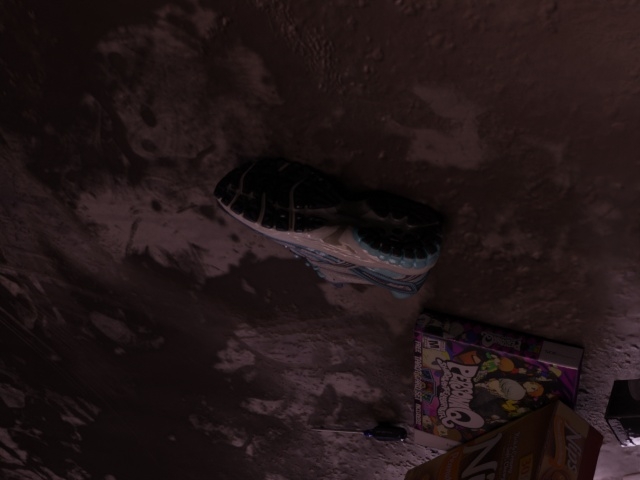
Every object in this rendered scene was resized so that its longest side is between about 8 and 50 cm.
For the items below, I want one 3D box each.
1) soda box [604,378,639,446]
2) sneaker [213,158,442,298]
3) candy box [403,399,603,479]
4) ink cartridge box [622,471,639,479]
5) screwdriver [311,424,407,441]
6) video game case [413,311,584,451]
[{"bbox_3d":[0.404,0.186,1.177,0.169,0.060,0.053,-11,128,40],"label":"soda box"},{"bbox_3d":[0.000,0.000,1.281,0.283,0.110,0.122,20,140,12],"label":"sneaker"},{"bbox_3d":[0.205,0.343,1.361,0.087,0.183,0.316,38,138,-11],"label":"candy box"},{"bbox_3d":[0.475,0.283,1.303,0.180,0.060,0.104,-23,116,42],"label":"ink cartridge box"},{"bbox_3d":[0.054,0.285,1.576,0.170,0.024,0.025,-10,95,38],"label":"screwdriver"},{"bbox_3d":[0.224,0.206,1.389,0.210,0.042,0.232,12,134,18],"label":"video game case"}]
